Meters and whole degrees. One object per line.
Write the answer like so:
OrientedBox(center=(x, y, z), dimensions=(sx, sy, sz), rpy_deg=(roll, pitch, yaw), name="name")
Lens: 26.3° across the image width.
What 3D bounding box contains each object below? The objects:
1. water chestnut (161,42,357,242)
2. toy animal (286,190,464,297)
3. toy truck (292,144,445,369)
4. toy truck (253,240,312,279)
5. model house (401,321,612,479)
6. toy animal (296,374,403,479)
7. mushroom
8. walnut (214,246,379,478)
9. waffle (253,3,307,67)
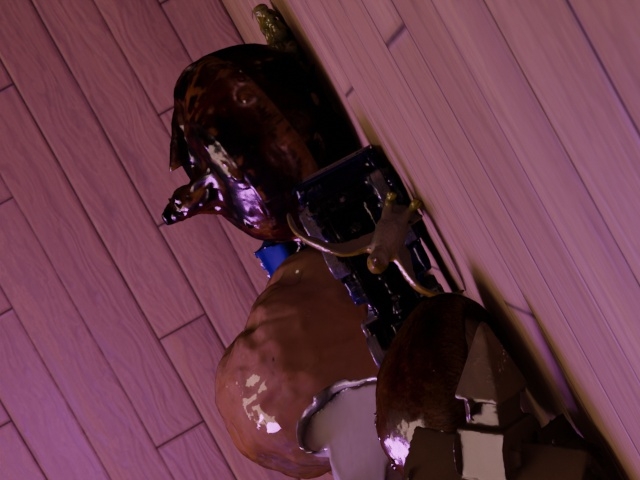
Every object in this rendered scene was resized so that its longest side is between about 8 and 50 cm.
OrientedBox(center=(-0.102, -0.115, 1.900), dimensions=(0.300, 0.300, 0.300), rpy_deg=(61, 179, 2), name="water chestnut")
OrientedBox(center=(0.069, -0.008, 1.501), dimensions=(0.219, 0.095, 0.155), rpy_deg=(22, 175, 4), name="toy animal")
OrientedBox(center=(0.077, 0.025, 1.679), dimensions=(0.268, 0.124, 0.155), rpy_deg=(63, -174, -7), name="toy truck")
OrientedBox(center=(0.000, 0.000, 2.205), dimensions=(0.113, 0.208, 0.126), rpy_deg=(63, 177, -24), name="toy truck")
OrientedBox(center=(0.170, 0.182, 1.199), dimensions=(0.181, 0.176, 0.248), rpy_deg=(4, 109, 40), name="model house")
OrientedBox(center=(0.155, 0.282, 1.641), dimensions=(0.357, 0.258, 0.194), rpy_deg=(26, -140, -36), name="toy animal")
OrientedBox(center=(0.127, 0.161, 1.397), dimensions=(0.194, 0.138, 0.231), rpy_deg=(61, -160, 4), name="mushroom")
OrientedBox(center=(0.013, 0.197, 2.048), dimensions=(0.384, 0.383, 0.383), rpy_deg=(61, 179, 2), name="walnut")
OrientedBox(center=(-0.042, -0.259, 2.025), dimensions=(0.169, 0.036, 0.183), rpy_deg=(57, 177, 46), name="waffle")
